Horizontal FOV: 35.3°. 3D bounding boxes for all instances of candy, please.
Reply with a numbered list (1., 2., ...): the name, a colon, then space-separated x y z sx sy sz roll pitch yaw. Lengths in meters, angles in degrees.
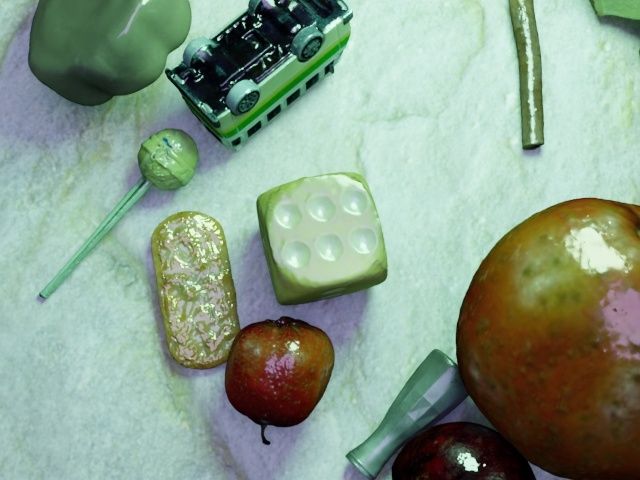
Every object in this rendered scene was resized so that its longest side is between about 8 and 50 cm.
1. candy: -0.315 -0.038 1.542 0.093 0.092 0.335 43 88 -8

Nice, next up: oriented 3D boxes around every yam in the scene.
1. yam: 0.336 -0.310 1.643 0.045 0.045 0.327 -6 80 18

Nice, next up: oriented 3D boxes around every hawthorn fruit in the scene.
1. hawthorn fruit: -0.065 0.209 1.476 0.157 0.157 0.194 12 97 -2
2. hawthorn fruit: 0.403 0.115 1.383 0.402 0.403 0.403 1 80 -4

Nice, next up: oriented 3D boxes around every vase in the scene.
1. vase: 0.131 0.266 1.509 0.086 0.086 0.214 44 84 5

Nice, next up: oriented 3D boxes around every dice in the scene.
1. dice: 0.000 0.000 1.499 0.169 0.169 0.166 -13 81 -6

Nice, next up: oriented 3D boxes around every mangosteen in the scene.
1. mangosteen: 0.183 0.375 1.403 0.265 0.228 0.228 -22 80 -42

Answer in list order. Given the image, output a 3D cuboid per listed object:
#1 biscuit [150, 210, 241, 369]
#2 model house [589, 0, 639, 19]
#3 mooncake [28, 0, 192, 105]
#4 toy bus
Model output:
1. biscuit: -0.191 0.074 1.545 0.118 0.029 0.247 -10 81 -6
2. model house: 0.525 -0.461 1.628 0.189 0.195 0.214 24 69 44
3. mooncake: -0.312 -0.329 1.512 0.275 0.135 0.275 -18 54 26
4. toy bus: -0.084 -0.274 1.548 0.276 0.165 0.133 -40 70 -10
